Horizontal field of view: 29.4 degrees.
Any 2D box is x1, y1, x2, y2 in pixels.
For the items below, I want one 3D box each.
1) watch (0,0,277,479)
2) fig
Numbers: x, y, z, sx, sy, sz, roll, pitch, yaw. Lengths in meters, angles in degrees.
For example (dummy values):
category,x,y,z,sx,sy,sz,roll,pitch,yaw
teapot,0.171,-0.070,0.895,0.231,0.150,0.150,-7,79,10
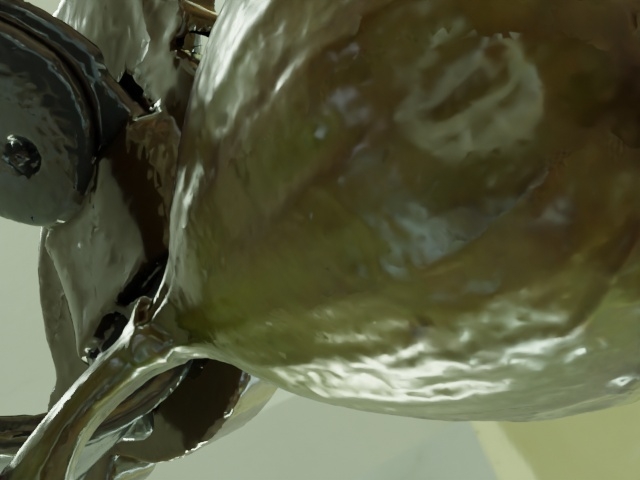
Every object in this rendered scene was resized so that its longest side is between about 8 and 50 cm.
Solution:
category,x,y,z,sx,sy,sz,roll,pitch,yaw
watch,-0.200,-0.011,0.666,0.326,0.314,0.335,-1,-121,-39
fig,0.000,0.000,0.437,0.217,0.320,0.217,55,-170,-14
